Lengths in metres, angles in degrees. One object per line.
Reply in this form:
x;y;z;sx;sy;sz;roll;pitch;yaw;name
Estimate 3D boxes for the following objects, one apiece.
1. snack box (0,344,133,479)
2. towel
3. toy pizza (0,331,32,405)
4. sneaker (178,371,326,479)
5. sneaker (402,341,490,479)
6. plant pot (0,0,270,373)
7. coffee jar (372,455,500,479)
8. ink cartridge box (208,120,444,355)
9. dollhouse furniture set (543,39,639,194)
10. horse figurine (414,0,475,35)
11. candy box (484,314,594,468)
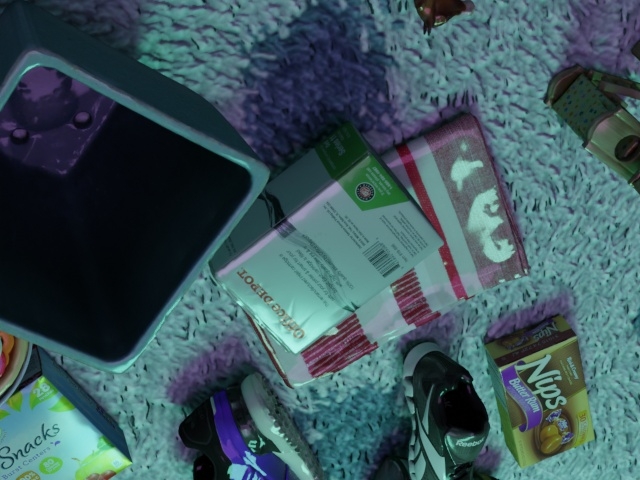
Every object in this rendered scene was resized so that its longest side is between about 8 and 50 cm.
-0.346;0.239;1.546;0.207;0.070;0.174;-34;125;2;snack box
0.064;0.020;1.574;0.329;0.037;0.237;-27;126;-1;towel
-0.394;0.097;1.402;0.201;0.032;0.201;0;92;-10;toy pizza
-0.079;0.291;1.668;0.146;0.102;0.293;-26;122;3;sneaker
0.158;0.243;1.667;0.078;0.106;0.234;-17;108;-28;sneaker
-0.240;-0.077;1.265;0.247;0.252;0.248;26;109;-32;plant pot
0.156;0.340;1.789;0.184;0.079;0.096;16;108;-27;coffee jar
0.000;0.000;1.471;0.208;0.087;0.153;-37;123;6;ink cartridge box
0.352;-0.149;1.477;0.101;0.182;0.161;31;108;-33;dollhouse furniture set
0.153;-0.349;1.349;0.175;0.066;0.263;-21;129;-13;horse figurine
0.280;0.193;1.755;0.109;0.053;0.186;-21;128;-6;candy box
